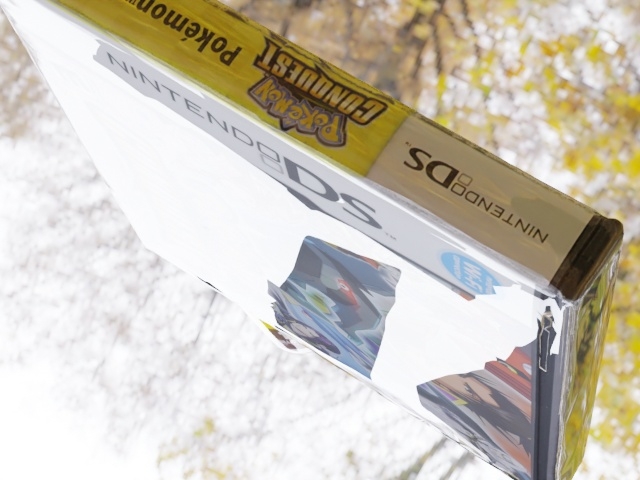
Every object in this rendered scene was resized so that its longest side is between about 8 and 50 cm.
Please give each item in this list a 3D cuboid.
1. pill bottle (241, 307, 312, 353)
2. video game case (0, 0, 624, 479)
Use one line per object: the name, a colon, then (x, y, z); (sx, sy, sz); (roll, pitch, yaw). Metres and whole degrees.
pill bottle: (-0.048, -0.010, 1.234); (0.215, 0.117, 0.117); (51, -163, -34)
video game case: (0.000, 0.000, 0.604); (0.248, 0.275, 0.035); (31, -106, 18)
